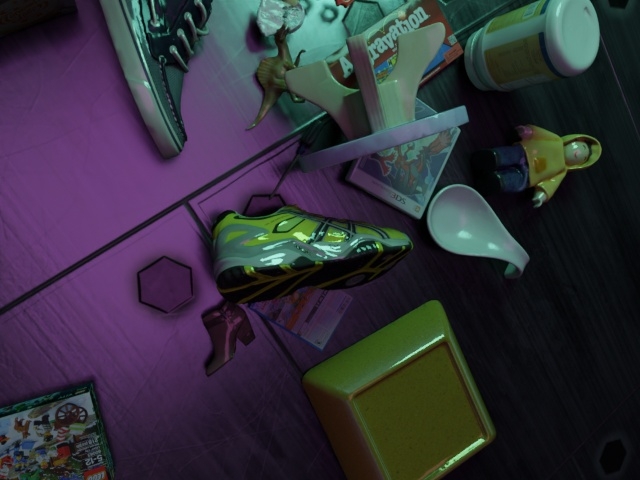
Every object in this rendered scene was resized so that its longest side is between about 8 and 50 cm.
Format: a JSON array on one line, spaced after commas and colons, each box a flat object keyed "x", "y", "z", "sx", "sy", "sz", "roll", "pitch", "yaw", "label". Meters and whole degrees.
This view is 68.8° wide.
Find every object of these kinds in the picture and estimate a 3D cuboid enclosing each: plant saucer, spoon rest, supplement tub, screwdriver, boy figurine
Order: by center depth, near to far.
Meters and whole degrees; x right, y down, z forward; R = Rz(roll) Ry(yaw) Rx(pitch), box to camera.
[{"x": -0.046, "y": -0.145, "z": 0.845, "sx": 0.024, "sy": 0.025, "sz": 0.169, "roll": 34, "pitch": 91, "yaw": -20, "label": "screwdriver"}, {"x": 0.390, "y": -0.364, "z": 0.880, "sx": 0.145, "sy": 0.200, "sz": 0.144, "roll": -3, "pitch": 96, "yaw": -32, "label": "supplement tub"}, {"x": 0.181, "y": 0.334, "z": 0.905, "sx": 0.333, "sy": 0.081, "sz": 0.332, "roll": -26, "pitch": 96, "yaw": -17, "label": "plant saucer"}, {"x": 0.330, "y": -0.008, "z": 0.956, "sx": 0.277, "sy": 0.084, "sz": 0.137, "roll": 32, "pitch": 82, "yaw": -20, "label": "spoon rest"}, {"x": 0.464, "y": -0.160, "z": 0.993, "sx": 0.286, "sy": 0.092, "sz": 0.177, "roll": -12, "pitch": 95, "yaw": -16, "label": "boy figurine"}]

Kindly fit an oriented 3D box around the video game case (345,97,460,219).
[{"x": 0.163, "y": -0.167, "z": 0.898, "sx": 0.184, "sy": 0.023, "sz": 0.201, "roll": 25, "pitch": 88, "yaw": -27, "label": "video game case"}]

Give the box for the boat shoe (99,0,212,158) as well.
[{"x": -0.224, "y": -0.306, "z": 0.702, "sx": 0.158, "sy": 0.127, "sz": 0.340, "roll": -19, "pitch": 99, "yaw": -11, "label": "boat shoe"}]

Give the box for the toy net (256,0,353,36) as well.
[{"x": -0.021, "y": -0.427, "z": 0.819, "sx": 0.122, "sy": 0.045, "sz": 0.232, "roll": 42, "pitch": 81, "yaw": -20, "label": "toy net"}]

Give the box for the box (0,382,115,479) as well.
[{"x": -0.452, "y": 0.330, "z": 0.706, "sx": 0.233, "sy": 0.044, "sz": 0.159, "roll": -13, "pitch": 98, "yaw": -19, "label": "box"}]

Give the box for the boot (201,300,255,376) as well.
[{"x": -0.174, "y": 0.164, "z": 0.806, "sx": 0.118, "sy": 0.042, "sz": 0.087, "roll": -41, "pitch": 100, "yaw": -15, "label": "boot"}]

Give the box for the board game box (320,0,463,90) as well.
[{"x": 0.138, "y": -0.346, "z": 0.891, "sx": 0.281, "sy": 0.027, "sz": 0.145, "roll": -40, "pitch": 105, "yaw": -14, "label": "board game box"}]

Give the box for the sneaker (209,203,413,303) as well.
[{"x": 0.000, "y": 0.000, "z": 0.800, "sx": 0.385, "sy": 0.145, "sz": 0.147, "roll": -2, "pitch": 56, "yaw": -35, "label": "sneaker"}]

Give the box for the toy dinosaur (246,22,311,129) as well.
[{"x": -0.068, "y": -0.273, "z": 0.814, "sx": 0.093, "sy": 0.053, "sz": 0.183, "roll": 15, "pitch": 106, "yaw": -13, "label": "toy dinosaur"}]

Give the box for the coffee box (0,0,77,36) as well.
[{"x": -0.467, "y": -0.326, "z": 0.606, "sx": 0.247, "sy": 0.141, "sz": 0.098, "roll": -30, "pitch": 104, "yaw": -17, "label": "coffee box"}]

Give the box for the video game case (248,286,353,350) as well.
[{"x": -0.033, "y": 0.115, "z": 0.864, "sx": 0.166, "sy": 0.015, "sz": 0.119, "roll": 35, "pitch": 82, "yaw": -19, "label": "video game case"}]

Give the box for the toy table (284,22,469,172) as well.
[{"x": 0.079, "y": -0.223, "z": 0.742, "sx": 0.275, "sy": 0.252, "sz": 0.160, "roll": -17, "pitch": 101, "yaw": 1, "label": "toy table"}]
